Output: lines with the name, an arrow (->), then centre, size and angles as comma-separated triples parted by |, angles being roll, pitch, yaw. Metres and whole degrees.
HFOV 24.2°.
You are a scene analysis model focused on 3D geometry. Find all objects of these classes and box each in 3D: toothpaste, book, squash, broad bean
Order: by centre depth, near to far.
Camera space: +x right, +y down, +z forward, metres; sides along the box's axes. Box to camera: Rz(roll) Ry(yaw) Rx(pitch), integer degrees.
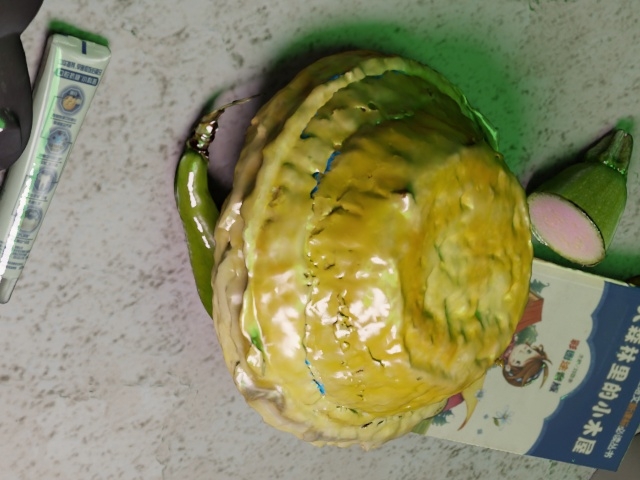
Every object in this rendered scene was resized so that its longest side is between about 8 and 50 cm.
toothpaste -> -0.240, -0.059, 1.255 | 0.062, 0.039, 0.239 | 11, 108, -41
broad bean -> -0.074, 0.020, 1.389 | 0.098, 0.056, 0.318 | -12, 123, -7
squash -> 0.291, -0.053, 1.576 | 0.132, 0.105, 0.105 | -47, 133, -25
book -> 0.242, 0.133, 1.641 | 0.322, 0.018, 0.228 | 13, 109, -24

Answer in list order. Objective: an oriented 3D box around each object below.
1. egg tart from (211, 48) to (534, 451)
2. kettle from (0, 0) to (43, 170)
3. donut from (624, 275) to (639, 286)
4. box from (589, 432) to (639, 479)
egg tart -> 0.071, 0.018, 1.366 | 0.388, 0.169, 0.388 | -10, 104, -43
kettle -> -0.267, -0.185, 1.003 | 0.207, 0.290, 0.268 | -24, 128, -20
donut -> 0.374, 0.112, 1.732 | 0.152, 0.058, 0.152 | -14, 122, -23
box -> 0.450, 0.361, 1.861 | 0.226, 0.149, 0.226 | -16, 124, -25
